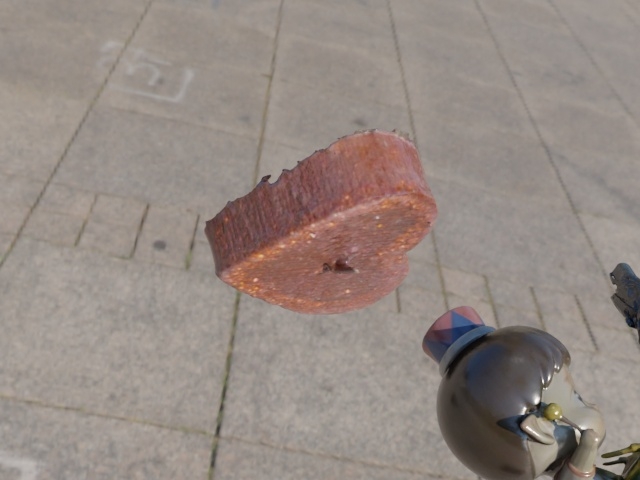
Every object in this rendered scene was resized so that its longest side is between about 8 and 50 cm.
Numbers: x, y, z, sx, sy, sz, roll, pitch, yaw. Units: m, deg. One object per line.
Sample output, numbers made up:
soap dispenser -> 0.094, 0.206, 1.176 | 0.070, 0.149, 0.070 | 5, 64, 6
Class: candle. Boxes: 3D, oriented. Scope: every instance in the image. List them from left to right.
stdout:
candle -> 0.000, 0.000, 1.166 | 0.287, 0.317, 0.131 | -5, 60, -18

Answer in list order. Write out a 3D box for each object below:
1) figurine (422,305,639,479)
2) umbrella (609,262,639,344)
figurine -> 0.206, 0.164, 0.824 | 0.275, 0.161, 0.158 | 36, 76, 17
umbrella -> 0.484, 0.107, 1.350 | 0.066, 0.059, 0.235 | 26, 24, -14
